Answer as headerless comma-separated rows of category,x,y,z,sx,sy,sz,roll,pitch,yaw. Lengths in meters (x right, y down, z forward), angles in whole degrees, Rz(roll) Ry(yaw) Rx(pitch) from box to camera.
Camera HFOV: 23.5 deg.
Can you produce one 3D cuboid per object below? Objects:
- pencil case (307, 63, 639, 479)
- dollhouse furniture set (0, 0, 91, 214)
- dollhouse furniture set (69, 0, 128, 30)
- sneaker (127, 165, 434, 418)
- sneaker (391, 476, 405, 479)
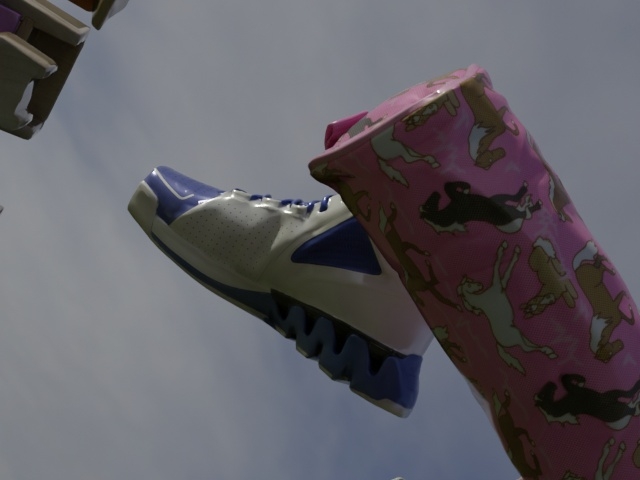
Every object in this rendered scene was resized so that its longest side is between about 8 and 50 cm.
pencil case,0.148,0.053,1.163,0.386,0.167,0.160,59,18,-4
dollhouse furniture set,-0.282,-0.018,0.760,0.198,0.286,0.303,27,10,-6
dollhouse furniture set,-0.212,-0.323,1.130,0.262,0.259,0.135,29,19,-3
sneaker,0.001,0.001,1.379,0.315,0.182,0.127,34,1,20
sneaker,0.005,0.199,0.805,0.073,0.162,0.063,-24,-67,45
